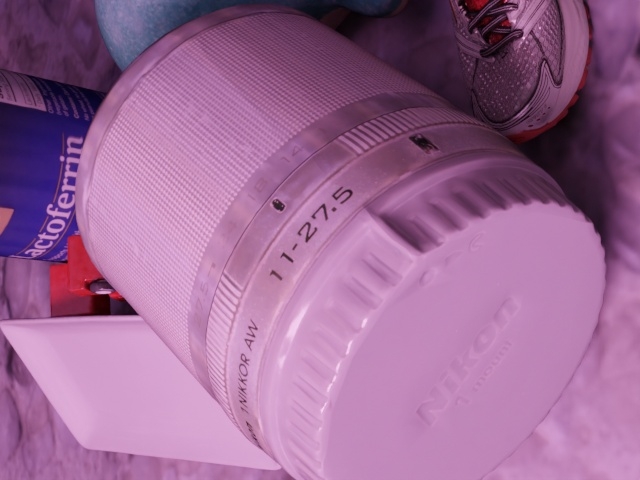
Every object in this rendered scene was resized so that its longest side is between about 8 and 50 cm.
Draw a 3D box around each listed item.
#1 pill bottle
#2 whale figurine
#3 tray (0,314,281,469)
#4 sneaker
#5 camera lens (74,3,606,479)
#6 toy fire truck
[{"bbox_3d":[-0.266,-0.063,0.910,0.153,0.264,0.153,-8,79,45],"label":"pill bottle"},{"bbox_3d":[-0.060,-0.191,0.808,0.272,0.141,0.216,-4,81,45],"label":"whale figurine"},{"bbox_3d":[-0.144,0.112,0.891,0.270,0.030,0.145,-5,119,45],"label":"tray"},{"bbox_3d":[0.097,-0.164,0.679,0.088,0.092,0.225,-22,69,42],"label":"sneaker"},{"bbox_3d":[0.000,0.000,0.663,0.274,0.219,0.219,40,112,41],"label":"camera lens"},{"bbox_3d":[-0.136,0.026,0.884,0.192,0.135,0.047,-5,78,7],"label":"toy fire truck"}]
